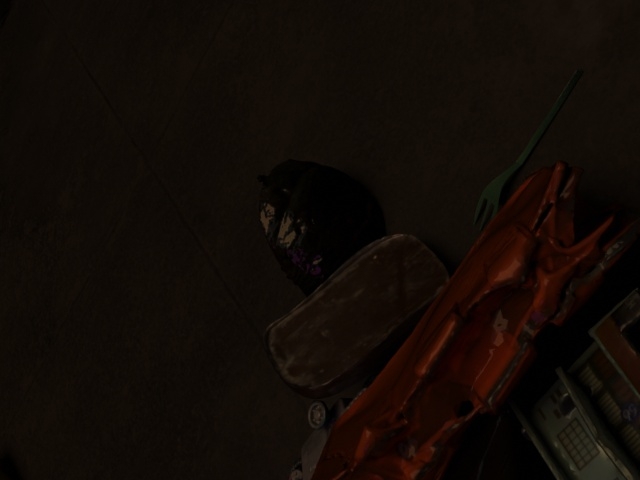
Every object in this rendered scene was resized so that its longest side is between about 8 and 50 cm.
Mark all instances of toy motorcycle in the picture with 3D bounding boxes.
[{"bbox_3d":[0.044,0.299,1.253,0.260,0.110,0.170,-53,46,30],"label":"toy motorcycle"}]

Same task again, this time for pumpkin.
[{"bbox_3d":[0.003,0.002,1.347,0.111,0.163,0.278,-19,67,43],"label":"pumpkin"}]

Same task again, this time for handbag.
[{"bbox_3d":[0.159,0.106,1.004,0.116,0.303,0.410,37,98,4],"label":"handbag"}]

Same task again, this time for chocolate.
[{"bbox_3d":[0.057,0.110,1.267,0.254,0.080,0.157,-38,41,-1],"label":"chocolate"}]

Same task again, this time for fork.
[{"bbox_3d":[0.252,-0.113,1.202,0.039,0.021,0.235,45,113,43],"label":"fork"}]

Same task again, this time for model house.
[{"bbox_3d":[0.320,0.190,0.893,0.215,0.199,0.224,-55,45,28],"label":"model house"}]

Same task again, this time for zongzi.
[{"bbox_3d":[0.205,0.313,1.004,0.228,0.115,0.256,51,136,26],"label":"zongzi"}]

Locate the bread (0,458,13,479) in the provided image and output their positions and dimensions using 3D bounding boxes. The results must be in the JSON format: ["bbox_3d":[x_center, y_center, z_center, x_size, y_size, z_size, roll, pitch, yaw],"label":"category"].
[{"bbox_3d":[-0.792,0.652,2.004,0.376,0.253,0.348,-56,47,24],"label":"bread"}]

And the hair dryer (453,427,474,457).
[{"bbox_3d":[0.170,0.303,1.154,0.154,0.054,0.106,52,123,39],"label":"hair dryer"}]
